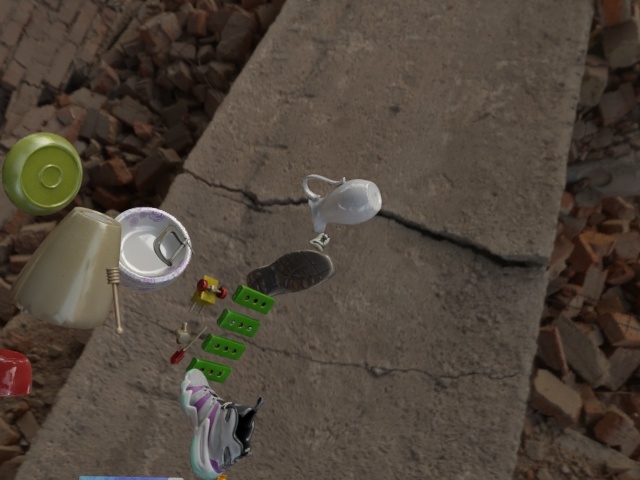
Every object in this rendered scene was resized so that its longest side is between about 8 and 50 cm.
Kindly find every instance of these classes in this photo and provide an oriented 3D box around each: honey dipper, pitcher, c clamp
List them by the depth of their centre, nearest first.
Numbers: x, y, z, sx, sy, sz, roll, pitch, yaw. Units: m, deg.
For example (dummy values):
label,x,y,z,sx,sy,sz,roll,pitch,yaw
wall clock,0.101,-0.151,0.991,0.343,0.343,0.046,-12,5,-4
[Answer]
label,x,y,z,sx,sy,sz,roll,pitch,yaw
honey dipper,-0.489,0.145,1.239,0.031,0.030,0.160,-7,89,-5
pitcher,0.056,-0.124,1.491,0.207,0.177,0.125,-14,23,32
c clamp,-0.446,0.022,1.580,0.022,0.137,0.160,-12,24,23

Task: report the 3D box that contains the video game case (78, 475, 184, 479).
label,x,y,z,sx,sy,sz,roll,pitch,yaw
video game case,-0.499,0.730,1.308,0.270,0.061,0.244,4,46,-7

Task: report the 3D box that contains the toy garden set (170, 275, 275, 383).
label,x,y,z,sx,sy,sz,roll,pitch,yaw
toy garden set,-0.250,0.202,1.211,0.049,0.204,0.244,35,94,47

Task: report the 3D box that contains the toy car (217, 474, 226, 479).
label,x,y,z,sx,sy,sz,roll,pitch,yaw
toy car,-0.205,0.619,1.270,0.122,0.060,0.040,21,20,-22

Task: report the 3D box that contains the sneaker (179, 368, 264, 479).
label,x,y,z,sx,sy,sz,roll,pitch,yaw
sneaker,-0.080,0.144,0.443,0.069,0.038,0.098,-30,54,9

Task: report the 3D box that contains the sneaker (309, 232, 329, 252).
label,x,y,z,sx,sy,sz,roll,pitch,yaw
sneaker,0.000,0.000,1.037,0.032,0.083,0.037,42,95,-5

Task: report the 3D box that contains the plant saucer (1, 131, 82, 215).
label,x,y,z,sx,sy,sz,roll,pitch,yaw
plant saucer,-0.776,-0.184,1.476,0.037,0.241,0.240,16,65,27

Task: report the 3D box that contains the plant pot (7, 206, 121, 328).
label,x,y,z,sx,sy,sz,roll,pitch,yaw
plant pot,-0.658,0.057,1.407,0.257,0.256,0.273,25,94,9

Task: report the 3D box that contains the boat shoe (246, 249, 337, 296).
label,x,y,z,sx,sy,sz,roll,pitch,yaw
boat shoe,-0.086,0.106,1.702,0.356,0.130,0.132,-15,84,35

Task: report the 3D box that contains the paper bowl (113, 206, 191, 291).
label,x,y,z,sx,sy,sz,roll,pitch,yaw
paper bowl,-0.602,0.039,1.780,0.285,0.148,0.284,15,59,-27

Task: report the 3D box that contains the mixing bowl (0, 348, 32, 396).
label,x,y,z,sx,sy,sz,roll,pitch,yaw
mixing bowl,-0.932,0.381,1.526,0.182,0.181,0.098,17,83,5
